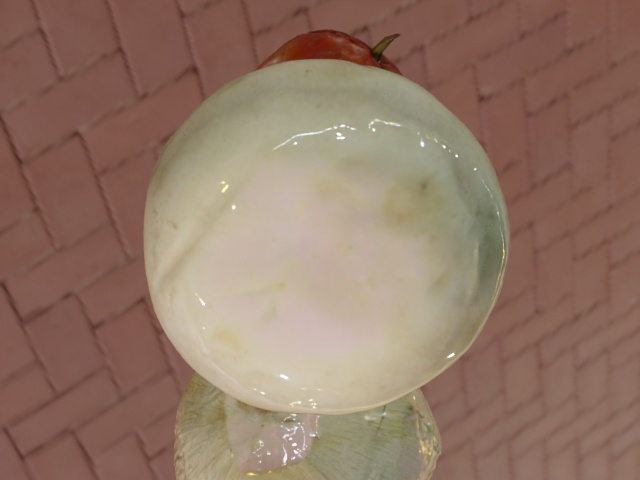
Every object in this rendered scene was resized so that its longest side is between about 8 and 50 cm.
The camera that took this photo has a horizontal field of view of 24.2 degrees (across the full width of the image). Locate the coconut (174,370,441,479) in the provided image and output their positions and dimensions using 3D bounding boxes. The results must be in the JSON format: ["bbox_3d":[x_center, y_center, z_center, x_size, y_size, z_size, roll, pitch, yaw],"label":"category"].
[{"bbox_3d":[-0.020,0.227,1.636,0.297,0.297,0.254,-43,163,1],"label":"coconut"}]

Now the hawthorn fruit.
[{"bbox_3d":[0.015,-0.154,1.625,0.179,0.179,0.200,15,122,-46],"label":"hawthorn fruit"}]

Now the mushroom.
[{"bbox_3d":[0.000,0.000,1.021,0.246,0.246,0.202,-40,-177,-3],"label":"mushroom"}]
